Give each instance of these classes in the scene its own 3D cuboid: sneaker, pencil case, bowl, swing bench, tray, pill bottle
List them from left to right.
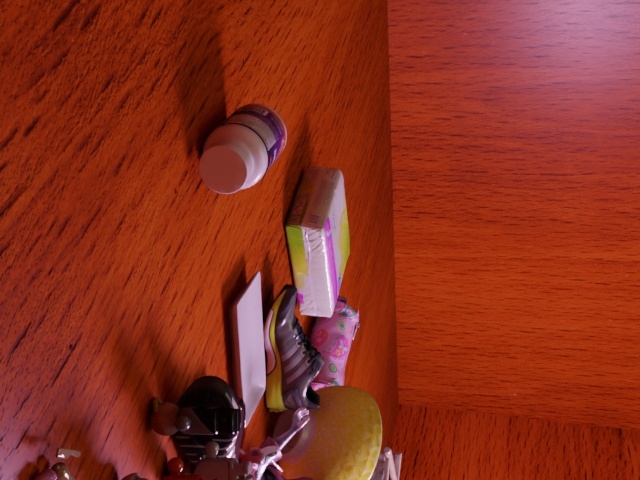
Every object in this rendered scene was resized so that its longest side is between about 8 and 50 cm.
[{"bbox_3d":[-0.173,0.275,1.463,0.162,0.106,0.281,-82,179,-48],"label":"sneaker"},{"bbox_3d":[-0.128,-0.147,1.457,0.193,0.108,0.108,-61,153,-62],"label":"pill bottle"},{"bbox_3d":[-0.142,0.206,1.709,0.145,0.030,0.270,-63,154,-63],"label":"tray"},{"bbox_3d":[-0.052,0.233,1.921,0.111,0.121,0.300,-60,152,-65],"label":"sneaker"},{"bbox_3d":[-0.014,0.448,2.018,0.156,0.289,0.289,27,59,-30],"label":"bowl"},{"bbox_3d":[0.024,0.284,2.306,0.124,0.124,0.284,82,18,-45],"label":"pencil case"},{"bbox_3d":[0.062,0.595,2.272,0.255,0.253,0.165,57,39,-70],"label":"swing bench"}]

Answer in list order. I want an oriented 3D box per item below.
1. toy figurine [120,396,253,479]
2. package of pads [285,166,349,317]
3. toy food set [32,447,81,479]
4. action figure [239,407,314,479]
[{"bbox_3d":[-0.191,0.350,1.281,0.209,0.148,0.213,-81,166,-49],"label":"toy figurine"},{"bbox_3d":[0.000,0.000,2.133,0.229,0.101,0.296,-73,163,-45],"label":"package of pads"},{"bbox_3d":[-0.305,0.291,0.998,0.078,0.019,0.122,58,46,-70],"label":"toy food set"},{"bbox_3d":[-0.099,0.511,1.783,0.248,0.275,0.370,-99,162,-48],"label":"action figure"}]
